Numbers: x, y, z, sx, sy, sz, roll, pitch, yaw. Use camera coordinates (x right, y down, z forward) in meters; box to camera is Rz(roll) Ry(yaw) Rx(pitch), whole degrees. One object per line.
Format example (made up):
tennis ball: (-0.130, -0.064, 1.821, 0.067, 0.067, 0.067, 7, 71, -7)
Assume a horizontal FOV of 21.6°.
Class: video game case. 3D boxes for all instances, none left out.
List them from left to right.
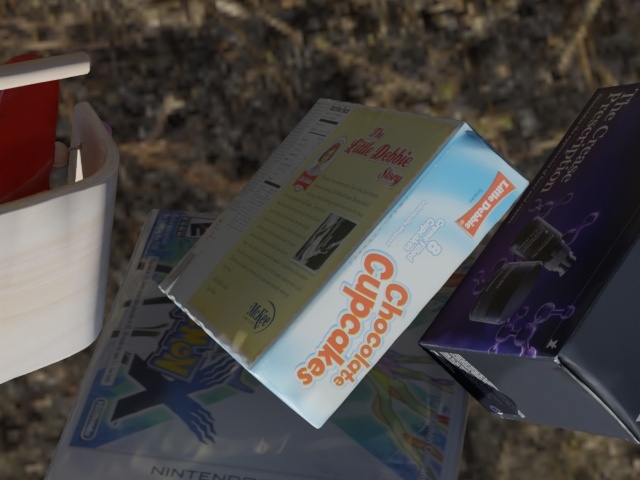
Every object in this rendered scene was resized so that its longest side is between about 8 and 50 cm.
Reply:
video game case: (-0.030, 0.102, 1.325, 0.299, 0.329, 0.036, 6, 131, 8)

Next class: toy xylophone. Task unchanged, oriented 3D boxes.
toy xylophone: (-0.222, 0.001, 0.856, 0.322, 0.081, 0.236, -12, 130, -42)

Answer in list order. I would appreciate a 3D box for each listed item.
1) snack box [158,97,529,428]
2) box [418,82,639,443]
snack box: (0.000, 0.000, 1.083, 0.060, 0.187, 0.322, 42, 176, -16)
box: (0.218, 0.008, 1.225, 0.103, 0.261, 0.184, 44, 161, -23)
